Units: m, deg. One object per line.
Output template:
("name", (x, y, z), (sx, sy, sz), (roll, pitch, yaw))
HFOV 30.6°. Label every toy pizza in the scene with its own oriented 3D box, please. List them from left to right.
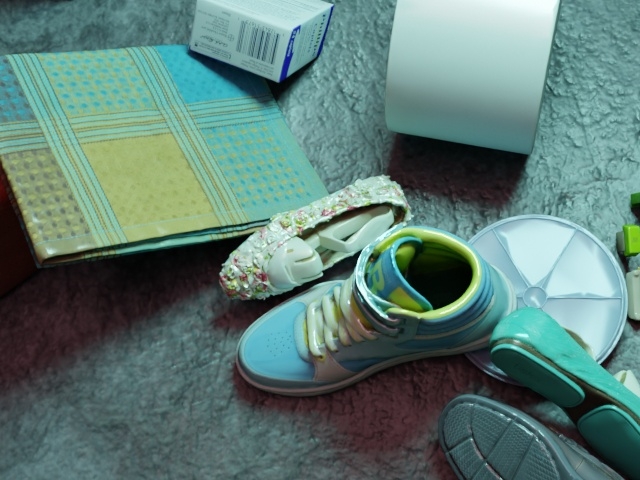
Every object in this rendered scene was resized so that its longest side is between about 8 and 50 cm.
("toy pizza", (0.239, 0.068, 1.306), (0.201, 0.032, 0.201), (-3, 70, 8))

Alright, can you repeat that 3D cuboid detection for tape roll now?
("tape roll", (0.178, -0.230, 1.320), (0.169, 0.246, 0.246), (11, 70, 9))

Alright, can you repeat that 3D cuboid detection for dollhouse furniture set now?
("dollhouse furniture set", (0.375, 0.020, 1.318), (0.076, 0.058, 0.152), (-3, 87, -3))

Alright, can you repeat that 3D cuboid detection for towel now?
("towel", (-0.190, -0.108, 1.314), (0.370, 0.040, 0.271), (-11, 63, -36))

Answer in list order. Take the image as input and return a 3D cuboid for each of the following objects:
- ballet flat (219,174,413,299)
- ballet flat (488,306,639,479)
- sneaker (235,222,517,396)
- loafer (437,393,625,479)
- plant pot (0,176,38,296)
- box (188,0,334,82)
("ballet flat", (0.000, 0.000, 1.310), (0.241, 0.091, 0.077), (-32, 36, -15))
("ballet flat", (0.285, 0.153, 1.217), (0.247, 0.083, 0.087), (39, 54, -7))
("sneaker", (0.036, 0.068, 1.221), (0.319, 0.208, 0.127), (-18, 68, 10))
("loafer", (0.256, 0.265, 1.209), (0.302, 0.095, 0.109), (36, 106, 22))
("plant pot", (-0.439, -0.060, 1.317), (0.235, 0.267, 0.267), (-19, 67, -16))
("box", (-0.070, -0.258, 1.412), (0.126, 0.072, 0.137), (22, 30, 14))
